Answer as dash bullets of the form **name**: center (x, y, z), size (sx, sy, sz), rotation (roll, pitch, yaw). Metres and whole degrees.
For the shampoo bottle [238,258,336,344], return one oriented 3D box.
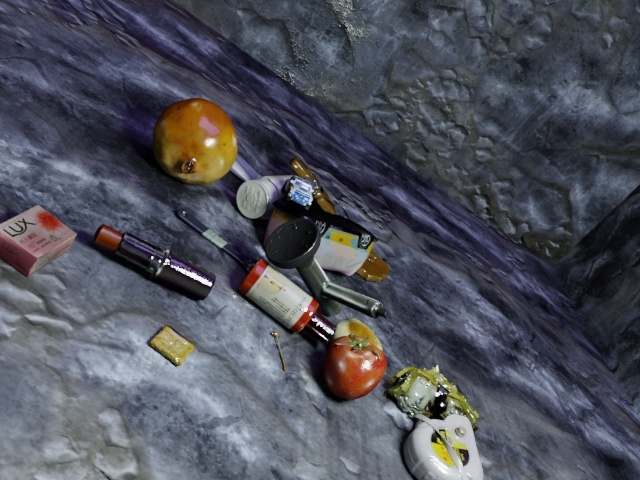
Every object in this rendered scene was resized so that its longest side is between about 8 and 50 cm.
- **shampoo bottle**: center (-0.080, 0.171, 1.711), size (0.278, 0.104, 0.104), rotation (38, 24, -4)

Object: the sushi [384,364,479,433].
- **sushi**: center (0.317, 0.443, 1.777), size (0.291, 0.139, 0.131), rotation (37, 31, -9)

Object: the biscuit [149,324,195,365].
- **biscuit**: center (-0.316, 0.224, 1.382), size (0.083, 0.018, 0.081), rotation (37, 24, -3)

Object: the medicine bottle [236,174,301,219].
- **medicine bottle**: center (-0.152, -0.142, 2.109), size (0.143, 0.143, 0.258), rotation (47, 24, 17)

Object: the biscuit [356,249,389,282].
- **biscuit**: center (0.154, 0.081, 2.295), size (0.182, 0.034, 0.215), rotation (45, 27, 15)

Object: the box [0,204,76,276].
- **box**: center (-0.593, -0.003, 1.332), size (0.111, 0.060, 0.156), rotation (36, 23, -4)

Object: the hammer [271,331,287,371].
- **hammer**: center (-0.100, 0.276, 1.614), size (0.029, 0.014, 0.123), rotation (14, 36, -29)

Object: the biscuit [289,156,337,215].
- **biscuit**: center (-0.012, -0.190, 2.434), size (0.301, 0.043, 0.278), rotation (56, 6, 15)

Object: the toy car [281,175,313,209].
- **toy car**: center (-0.067, -0.154, 1.983), size (0.080, 0.070, 0.171), rotation (24, 13, -14)

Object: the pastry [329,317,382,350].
- **pastry**: center (0.093, 0.288, 1.775), size (0.156, 0.092, 0.156), rotation (30, 24, -15)

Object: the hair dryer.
- **hair dryer**: center (0.045, 0.093, 1.738), size (0.320, 0.284, 0.156), rotation (53, 49, -34)

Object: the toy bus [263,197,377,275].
- **toy bus**: center (0.000, 0.000, 2.044), size (0.386, 0.162, 0.171), rotation (14, 17, -46)

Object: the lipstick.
- **lipstick**: center (-0.386, 0.050, 1.510), size (0.299, 0.081, 0.081), rotation (29, 26, -24)

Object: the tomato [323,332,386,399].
- **tomato**: center (0.083, 0.322, 1.619), size (0.167, 0.167, 0.167), rotation (32, 25, -17)

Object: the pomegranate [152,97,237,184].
- **pomegranate**: center (-0.375, -0.286, 1.932), size (0.264, 0.264, 0.264), rotation (32, 25, -17)

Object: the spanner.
- **spanner**: center (-0.274, 0.014, 1.810), size (0.316, 0.024, 0.087), rotation (37, 29, -6)

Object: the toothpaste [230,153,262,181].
- **toothpaste**: center (-0.341, -0.307, 2.218), size (0.371, 0.080, 0.125), rotation (38, 23, -15)

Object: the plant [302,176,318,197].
- **plant**: center (-0.069, -0.167, 2.280), size (0.094, 0.143, 0.092), rotation (11, 64, -24)

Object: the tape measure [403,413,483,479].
- **tape measure**: center (0.304, 0.535, 1.612), size (0.197, 0.120, 0.236), rotation (19, 33, -17)
